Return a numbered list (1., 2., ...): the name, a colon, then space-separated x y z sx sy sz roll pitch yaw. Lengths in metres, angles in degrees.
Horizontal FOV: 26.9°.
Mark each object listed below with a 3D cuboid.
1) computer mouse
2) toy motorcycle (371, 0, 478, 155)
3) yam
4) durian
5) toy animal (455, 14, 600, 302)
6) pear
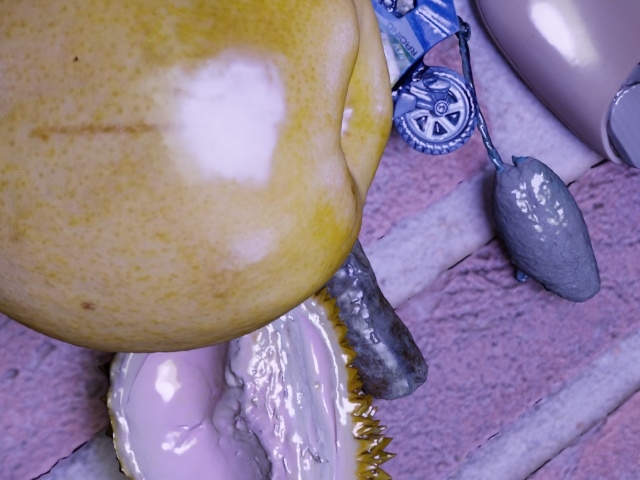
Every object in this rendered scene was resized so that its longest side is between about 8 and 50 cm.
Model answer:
1. computer mouse: 0.225 -0.168 1.076 0.145 0.082 0.236 -47 108 -11
2. toy motorcycle: 0.034 -0.182 0.999 0.136 0.092 0.254 -13 91 -10
3. yam: 0.000 0.000 1.021 0.061 0.061 0.274 -32 105 -15
4. durian: -0.050 0.122 0.978 0.183 0.138 0.249 -22 90 19
5. toy animal: 0.153 -0.054 1.061 0.070 0.079 0.253 -33 106 -13
6. pear: -0.110 -0.079 0.835 0.314 0.314 0.314 -2 97 -21
